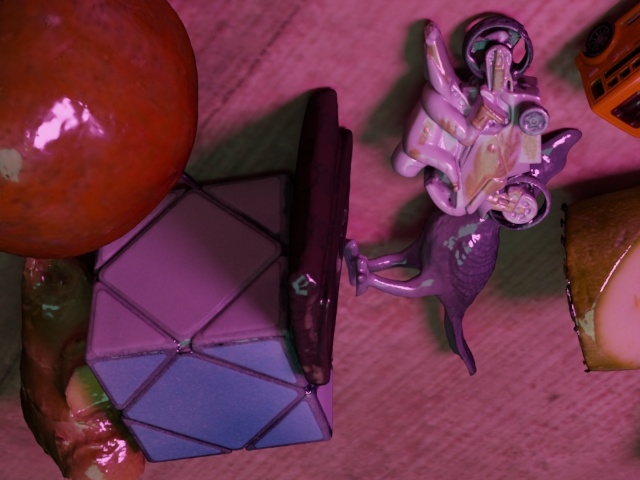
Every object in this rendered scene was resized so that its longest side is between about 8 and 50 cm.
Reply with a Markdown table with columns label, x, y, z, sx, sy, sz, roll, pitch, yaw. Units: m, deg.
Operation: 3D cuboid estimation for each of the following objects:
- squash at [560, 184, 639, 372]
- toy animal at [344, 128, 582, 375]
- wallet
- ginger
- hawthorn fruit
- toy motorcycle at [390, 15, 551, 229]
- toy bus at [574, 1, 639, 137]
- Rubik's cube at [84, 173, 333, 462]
| label | x | y | z | sx | sy | sz | roll | pitch | yaw |
| --- | --- | --- | --- | --- | --- | --- | --- | --- | --- |
| squash | 0.376 | 0.026 | 1.398 | 0.260 | 0.189 | 0.189 | -7 | 141 | 15 |
| toy animal | 0.120 | 0.027 | 1.467 | 0.205 | 0.081 | 0.367 | -3 | 138 | -19 |
| wallet | 0.000 | 0.000 | 1.327 | 0.049 | 0.229 | 0.182 | 2 | 141 | 5 |
| ginger | -0.261 | 0.119 | 1.523 | 0.123 | 0.219 | 0.270 | -9 | 108 | -23 |
| hawthorn fruit | -0.223 | -0.109 | 1.180 | 0.267 | 0.268 | 0.301 | -30 | 135 | 31 |
| toy motorcycle | 0.136 | -0.099 | 1.315 | 0.151 | 0.074 | 0.229 | -7 | 125 | 10 |
| toy bus | 0.316 | -0.176 | 1.224 | 0.083 | 0.088 | 0.194 | 25 | 134 | -29 |
| Rubik's cube | -0.104 | 0.080 | 1.443 | 0.205 | 0.207 | 0.205 | -7 | 140 | 11 |
